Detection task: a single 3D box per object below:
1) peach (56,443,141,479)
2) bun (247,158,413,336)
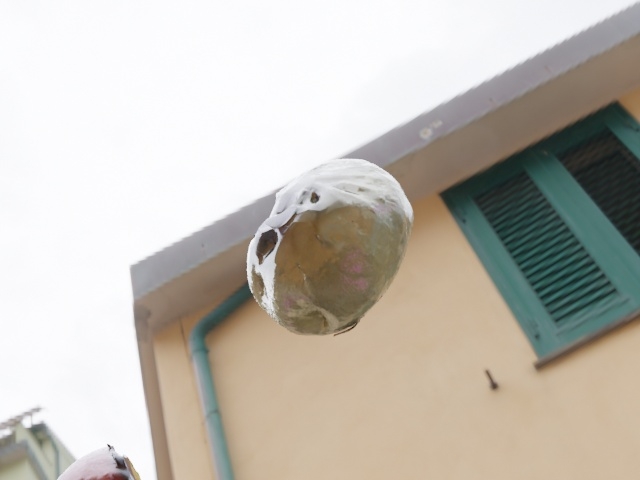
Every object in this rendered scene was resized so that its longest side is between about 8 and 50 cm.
[{"bbox_3d":[-0.351,0.483,1.554,0.201,0.361,0.258,-33,-93,-15],"label":"peach"},{"bbox_3d":[0.004,-0.003,1.313,0.273,0.273,0.168,-43,-61,16],"label":"bun"}]
